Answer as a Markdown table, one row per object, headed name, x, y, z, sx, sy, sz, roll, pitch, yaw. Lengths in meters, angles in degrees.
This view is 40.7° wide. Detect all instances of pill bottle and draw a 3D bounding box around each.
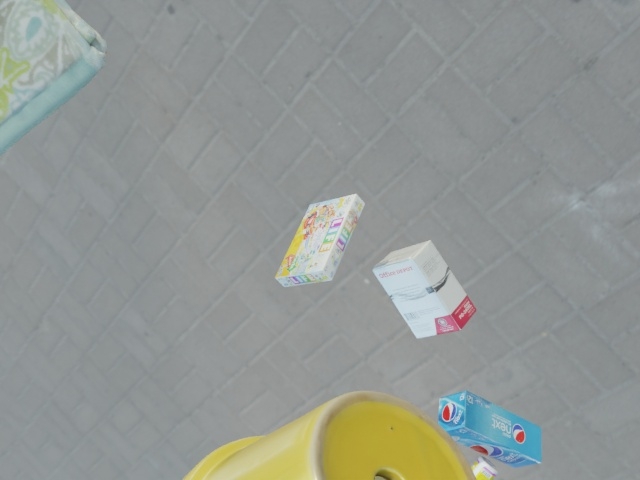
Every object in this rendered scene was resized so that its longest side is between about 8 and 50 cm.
| name | x | y | z | sx | sy | sz | roll | pitch | yaw |
| --- | --- | --- | --- | --- | --- | --- | --- | --- | --- |
| pill bottle | 0.279 | 0.433 | 1.556 | 0.043 | 0.043 | 0.083 | 39 | 96 | 7 |

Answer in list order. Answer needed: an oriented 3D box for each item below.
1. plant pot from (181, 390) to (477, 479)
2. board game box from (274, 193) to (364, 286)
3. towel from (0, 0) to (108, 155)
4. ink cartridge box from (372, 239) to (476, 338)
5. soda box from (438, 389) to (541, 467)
| name | x | y | z | sx | sy | sz | roll | pitch | yaw |
| --- | --- | --- | --- | --- | --- | --- | --- | --- | --- |
| plant pot | 0.002 | 0.257 | 0.733 | 0.254 | 0.254 | 0.239 | 42 | 127 | 5 |
| board game box | 0.000 | 0.000 | 1.353 | 0.103 | 0.154 | 0.026 | -11 | 133 | 42 |
| towel | -0.451 | -0.212 | 0.923 | 0.090 | 0.374 | 0.320 | -2 | 131 | 55 |
| ink cartridge box | 0.174 | 0.083 | 1.454 | 0.109 | 0.063 | 0.150 | -20 | 108 | 52 |
| soda box | 0.308 | 0.344 | 1.563 | 0.210 | 0.071 | 0.067 | 29 | 143 | -29 |
